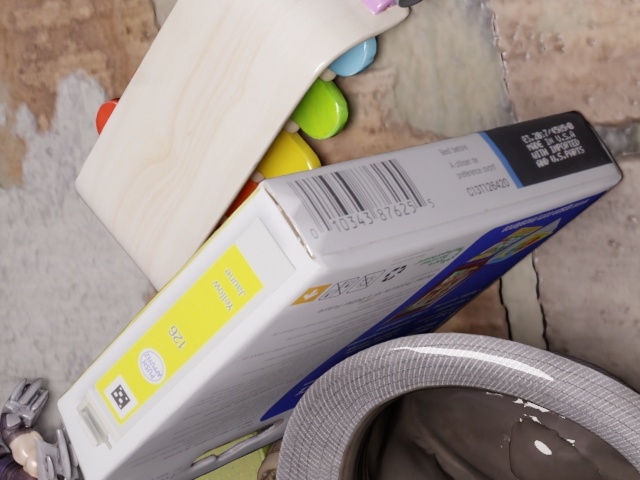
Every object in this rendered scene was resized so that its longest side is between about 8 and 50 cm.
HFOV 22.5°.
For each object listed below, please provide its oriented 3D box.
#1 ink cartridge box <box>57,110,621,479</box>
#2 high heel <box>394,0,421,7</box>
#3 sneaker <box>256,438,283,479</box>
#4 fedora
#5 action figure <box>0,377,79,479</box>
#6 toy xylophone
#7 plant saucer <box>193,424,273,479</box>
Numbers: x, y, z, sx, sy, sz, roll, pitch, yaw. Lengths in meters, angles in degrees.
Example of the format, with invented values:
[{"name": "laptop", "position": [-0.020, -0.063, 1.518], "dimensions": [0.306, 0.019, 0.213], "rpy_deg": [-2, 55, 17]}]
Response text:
[{"name": "ink cartridge box", "position": [-0.006, 0.048, 0.982], "dimensions": [0.307, 0.303, 0.072], "rpy_deg": [-41, 75, 38]}, {"name": "high heel", "position": [0.056, -0.294, 0.963], "dimensions": [0.186, 0.093, 0.261], "rpy_deg": [51, 128, 21]}, {"name": "sneaker", "position": [0.043, 0.198, 1.158], "dimensions": [0.188, 0.071, 0.066], "rpy_deg": [41, 131, -8]}, {"name": "fedora", "position": [0.121, 0.149, 1.025], "dimensions": [0.275, 0.124, 0.244], "rpy_deg": [13, 117, 16]}, {"name": "action figure", "position": [-0.281, 0.199, 1.388], "dimensions": [0.285, 0.099, 0.185], "rpy_deg": [15, 107, 29]}, {"name": "toy xylophone", "position": [-0.053, -0.060, 1.123], "dimensions": [0.322, 0.081, 0.236], "rpy_deg": [-44, 75, 39]}, {"name": "plant saucer", "position": [-0.081, 0.188, 1.246], "dimensions": [0.188, 0.045, 0.188], "rpy_deg": [-11, 98, 47]}]
